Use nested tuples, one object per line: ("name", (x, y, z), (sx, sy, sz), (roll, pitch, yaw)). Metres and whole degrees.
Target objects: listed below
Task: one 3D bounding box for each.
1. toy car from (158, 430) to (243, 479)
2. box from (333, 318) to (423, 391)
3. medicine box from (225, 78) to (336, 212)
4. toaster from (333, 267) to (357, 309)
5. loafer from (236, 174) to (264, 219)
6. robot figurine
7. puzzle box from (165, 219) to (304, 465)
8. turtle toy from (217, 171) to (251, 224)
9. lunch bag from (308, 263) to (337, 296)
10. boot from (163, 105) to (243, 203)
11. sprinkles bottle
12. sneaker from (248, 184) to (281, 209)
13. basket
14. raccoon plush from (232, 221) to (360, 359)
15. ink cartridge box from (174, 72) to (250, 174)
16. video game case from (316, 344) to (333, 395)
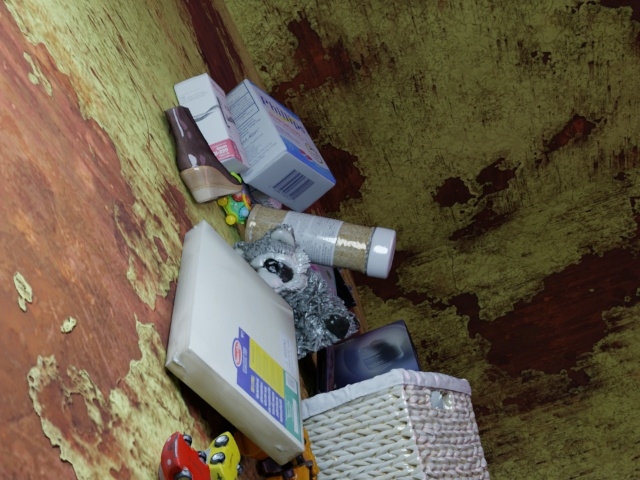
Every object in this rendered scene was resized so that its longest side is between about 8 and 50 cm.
("toy car", (-0.141, 0.364, 0.971), (0.239, 0.053, 0.224), (48, 23, -72))
("box", (0.181, 0.446, 2.396), (0.294, 0.297, 0.182), (-102, 169, -58))
("medicine box", (-0.131, -0.257, 2.060), (0.263, 0.149, 0.289), (28, 29, -54))
("toaster", (0.005, 0.167, 2.374), (0.168, 0.186, 0.110), (61, 5, -9))
("loafer", (-0.194, -0.090, 1.960), (0.170, 0.062, 0.061), (56, 21, -29))
("robot figurine", (-0.074, 0.392, 1.323), (0.291, 0.085, 0.211), (45, 26, -74))
("puzzle box", (-0.140, 0.157, 1.283), (0.272, 0.052, 0.409), (48, 15, -25))
("turtle toy", (-0.207, -0.100, 1.799), (0.095, 0.066, 0.130), (-84, 153, -76))
("lunch bag", (-0.070, 0.085, 1.982), (0.279, 0.108, 0.224), (39, 34, -42))
("boot", (-0.248, -0.188, 1.605), (0.248, 0.090, 0.206), (-35, 107, -80))
("sprinkles bottle", (0.000, 0.000, 1.804), (0.121, 0.356, 0.121), (12, 90, -81))
("sneaker", (-0.155, -0.127, 2.213), (0.258, 0.094, 0.091), (34, 33, -79))
("basket", (0.132, 0.443, 1.540), (0.328, 0.331, 0.266), (21, 51, -52))
("raccoon plush", (-0.065, 0.123, 1.787), (0.446, 0.216, 0.299), (42, 23, -83))
("ink cartridge box", (-0.258, -0.269, 1.787), (0.158, 0.092, 0.217), (32, 36, -80))
("video game case", (0.015, 0.334, 2.120), (0.275, 0.035, 0.248), (-48, 138, -83))
